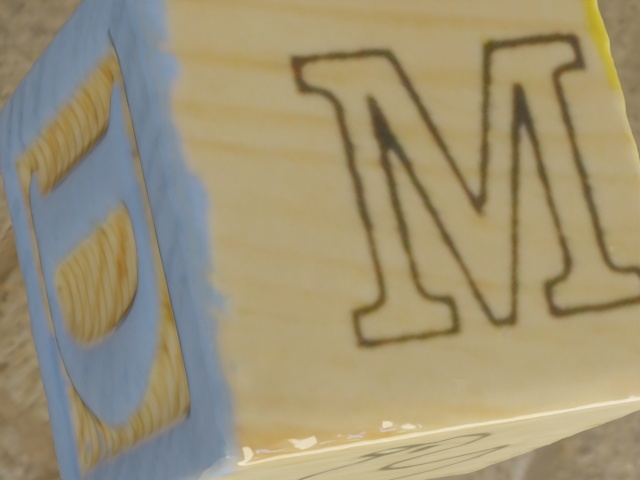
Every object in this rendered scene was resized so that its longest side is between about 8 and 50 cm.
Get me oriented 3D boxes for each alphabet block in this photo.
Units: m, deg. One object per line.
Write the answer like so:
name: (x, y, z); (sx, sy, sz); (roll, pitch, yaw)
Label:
alphabet block: (0.000, 0.000, 0.771); (0.197, 0.192, 0.193); (-6, 78, -26)
